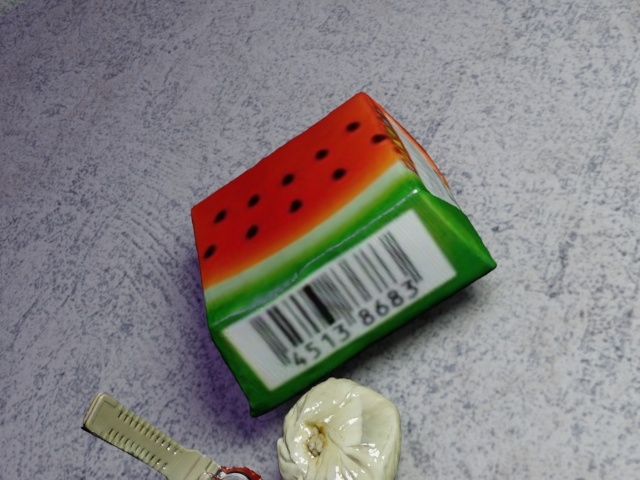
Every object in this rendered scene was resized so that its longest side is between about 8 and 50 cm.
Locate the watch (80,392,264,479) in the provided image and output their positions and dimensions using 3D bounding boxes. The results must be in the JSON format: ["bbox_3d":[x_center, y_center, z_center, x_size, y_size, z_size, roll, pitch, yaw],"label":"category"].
[{"bbox_3d":[-0.157,0.278,1.131,0.164,0.268,0.102,28,75,33],"label":"watch"}]

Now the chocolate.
[{"bbox_3d":[0.000,0.000,1.266,0.360,0.161,0.341,-33,33,9],"label":"chocolate"}]

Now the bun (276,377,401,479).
[{"bbox_3d":[0.018,0.242,1.131,0.164,0.111,0.188,-18,37,27],"label":"bun"}]
